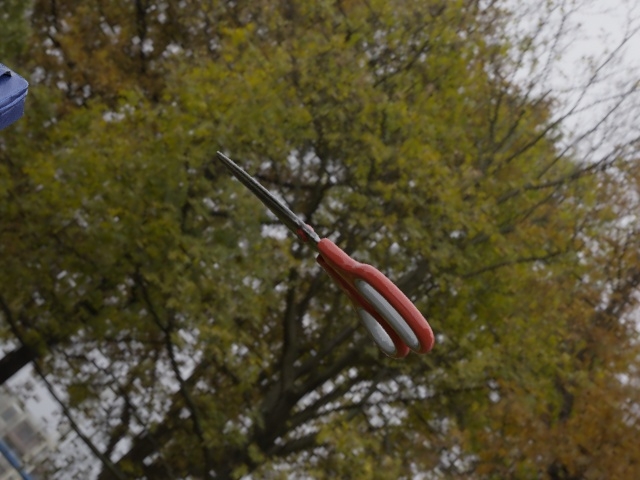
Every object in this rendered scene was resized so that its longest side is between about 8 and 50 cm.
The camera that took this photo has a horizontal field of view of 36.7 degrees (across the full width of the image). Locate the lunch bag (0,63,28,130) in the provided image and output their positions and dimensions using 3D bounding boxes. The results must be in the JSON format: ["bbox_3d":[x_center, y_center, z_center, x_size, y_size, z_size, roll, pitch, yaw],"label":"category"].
[{"bbox_3d":[-0.432,-0.191,1.272,0.067,0.098,0.065,32,-47,4],"label":"lunch bag"}]

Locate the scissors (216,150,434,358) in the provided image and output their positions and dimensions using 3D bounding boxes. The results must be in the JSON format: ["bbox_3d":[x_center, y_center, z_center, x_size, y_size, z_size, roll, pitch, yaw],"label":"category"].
[{"bbox_3d":[0.000,0.000,0.933,0.297,0.021,0.109,50,-20,9],"label":"scissors"}]
